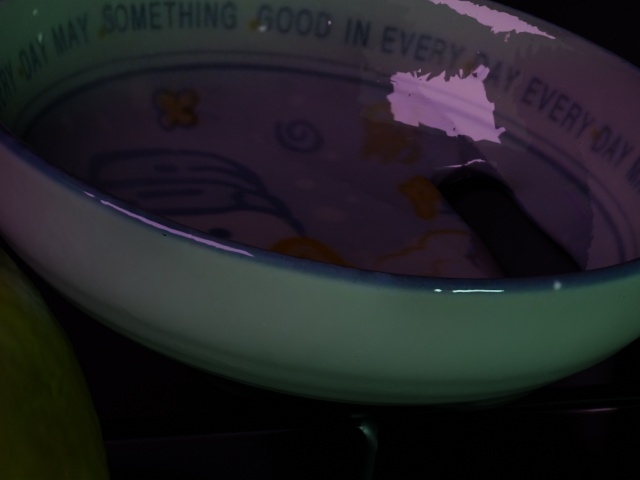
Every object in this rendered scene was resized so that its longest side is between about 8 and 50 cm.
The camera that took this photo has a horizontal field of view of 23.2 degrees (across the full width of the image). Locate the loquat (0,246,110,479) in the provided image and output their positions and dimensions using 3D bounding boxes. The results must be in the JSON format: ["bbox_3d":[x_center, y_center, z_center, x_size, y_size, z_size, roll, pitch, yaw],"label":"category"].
[{"bbox_3d":[-0.192,0.119,0.497,0.275,0.284,0.276,6,34,-4],"label":"loquat"}]

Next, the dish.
[{"bbox_3d":[0.000,0.000,0.578,0.273,0.134,0.273,8,29,-4],"label":"dish"}]
